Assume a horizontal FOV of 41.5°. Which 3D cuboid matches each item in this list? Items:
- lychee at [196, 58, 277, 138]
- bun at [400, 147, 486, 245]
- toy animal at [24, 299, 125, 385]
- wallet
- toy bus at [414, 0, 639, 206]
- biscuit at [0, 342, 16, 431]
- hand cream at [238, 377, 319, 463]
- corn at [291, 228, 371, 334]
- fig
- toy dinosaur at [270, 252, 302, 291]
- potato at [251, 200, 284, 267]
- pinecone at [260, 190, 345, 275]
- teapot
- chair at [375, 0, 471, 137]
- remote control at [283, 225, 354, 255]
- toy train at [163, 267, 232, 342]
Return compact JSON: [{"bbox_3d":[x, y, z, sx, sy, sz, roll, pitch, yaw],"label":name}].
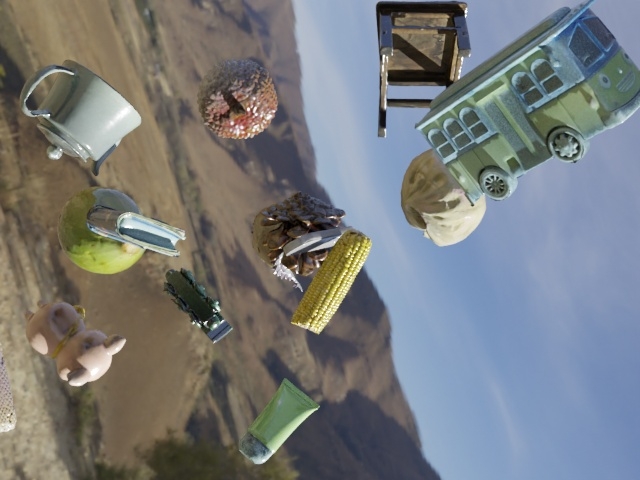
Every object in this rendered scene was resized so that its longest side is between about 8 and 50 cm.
[{"bbox_3d":[-0.166,-0.278,1.679,0.197,0.165,0.165,-92,170,-56],"label":"lychee"},{"bbox_3d":[0.225,-0.076,1.656,0.178,0.128,0.193,50,-32,17],"label":"bun"},{"bbox_3d":[-0.618,0.241,2.075,0.248,0.165,0.149,35,-18,12],"label":"toy animal"},{"bbox_3d":[-0.338,-0.021,1.551,0.202,0.141,0.059,8,-103,60],"label":"wallet"},{"bbox_3d":[0.315,-0.201,1.276,0.190,0.152,0.312,53,-39,-5],"label":"toy bus"},{"bbox_3d":[-0.730,0.303,1.836,0.108,0.061,0.239,18,56,-72],"label":"biscuit"},{"bbox_3d":[-0.093,0.377,1.735,0.095,0.175,0.046,36,-23,16],"label":"hand cream"},{"bbox_3d":[0.027,0.088,1.835,0.081,0.248,0.081,31,-3,2],"label":"corn"},{"bbox_3d":[-0.506,-0.011,1.993,0.230,0.207,0.207,49,-16,27],"label":"fig"},{"bbox_3d":[-0.090,0.070,2.280,0.039,0.082,0.209,39,-20,43],"label":"toy dinosaur"},{"bbox_3d":[-0.117,-0.017,2.476,0.296,0.141,0.192,33,-82,59],"label":"potato"},{"bbox_3d":[-0.039,-0.015,2.060,0.202,0.228,0.201,50,-44,34],"label":"pinecone"},{"bbox_3d":[-0.418,-0.203,1.433,0.162,0.149,0.239,31,-13,28],"label":"teapot"},{"bbox_3d":[0.228,-0.453,1.944,0.416,0.203,0.241,-85,174,-45],"label":"chair"},{"bbox_3d":[0.000,0.000,1.870,0.245,0.077,0.022,-12,72,-59],"label":"remote control"},{"bbox_3d":[-0.261,0.131,1.765,0.170,0.071,0.111,45,-11,26],"label":"toy train"}]
